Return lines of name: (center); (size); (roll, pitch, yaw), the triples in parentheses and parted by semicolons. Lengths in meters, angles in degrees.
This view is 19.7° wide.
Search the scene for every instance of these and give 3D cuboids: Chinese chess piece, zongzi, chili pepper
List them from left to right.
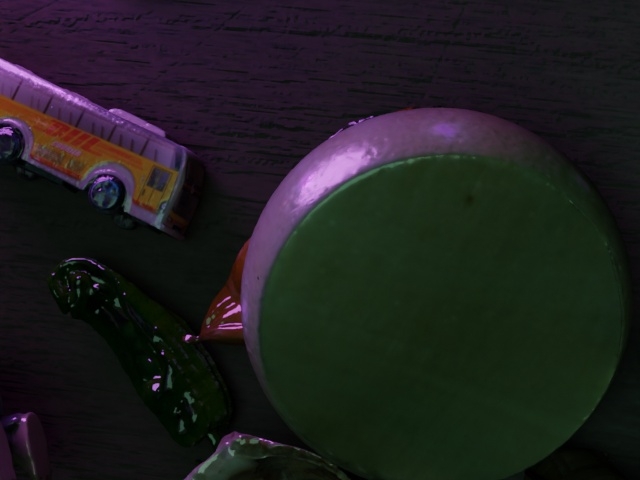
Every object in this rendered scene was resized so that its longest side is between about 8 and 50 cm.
chili pepper: (-0.171, 0.114, 1.832); (0.100, 0.074, 0.257); (-46, 74, 15)
Chinese chess piece: (0.102, 0.051, 1.648); (0.349, 0.146, 0.349); (0, 111, -1)
zongzi: (0.235, 0.297, 1.659); (0.099, 0.194, 0.197); (8, 97, -13)

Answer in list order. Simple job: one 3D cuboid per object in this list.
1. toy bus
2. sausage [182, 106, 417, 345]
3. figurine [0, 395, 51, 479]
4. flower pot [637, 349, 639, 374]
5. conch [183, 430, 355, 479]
toy bus: (-0.241, -0.093, 1.844); (0.268, 0.092, 0.106); (26, 87, 15)
sausage: (0.003, 0.005, 1.761); (0.328, 0.112, 0.112); (-41, 79, 13)
figurine: (-0.481, 0.083, 1.827); (0.361, 0.266, 0.378); (-9, 88, 11)
flower pot: (0.393, 0.177, 1.589); (0.189, 0.239, 0.209); (-19, 113, 15)
conch: (-0.026, 0.309, 1.718); (0.324, 0.186, 0.263); (7, 103, 19)
